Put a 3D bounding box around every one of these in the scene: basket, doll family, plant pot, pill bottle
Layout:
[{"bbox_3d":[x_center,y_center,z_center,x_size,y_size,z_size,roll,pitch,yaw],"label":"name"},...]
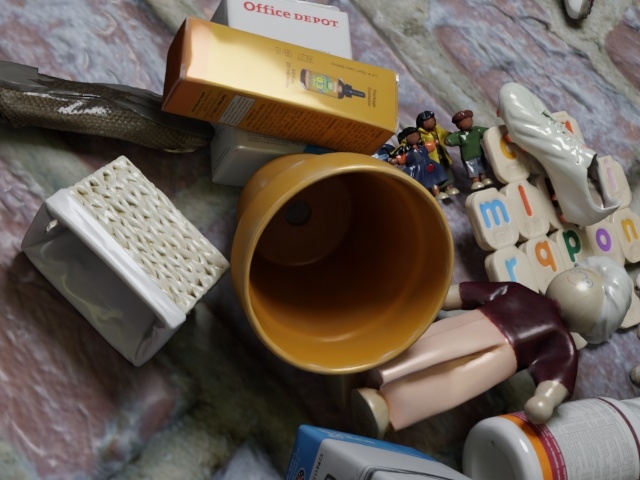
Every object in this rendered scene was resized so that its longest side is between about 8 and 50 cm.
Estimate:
[{"bbox_3d":[-0.183,0.016,1.058,0.167,0.113,0.103,45,53,0],"label":"basket"},{"bbox_3d":[0.112,-0.098,1.284,0.193,0.076,0.111,-19,95,-37],"label":"doll family"},{"bbox_3d":[0.000,0.000,1.092,0.205,0.188,0.205,-6,111,-17],"label":"plant pot"},{"bbox_3d":[0.270,0.230,1.172,0.221,0.121,0.121,-5,68,-29],"label":"pill bottle"}]

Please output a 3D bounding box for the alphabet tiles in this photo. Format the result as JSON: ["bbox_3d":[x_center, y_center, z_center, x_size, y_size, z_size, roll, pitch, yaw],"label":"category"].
[{"bbox_3d":[0.290,-0.014,1.336,0.284,0.021,0.277,-16,85,-39],"label":"alphabet tiles"}]

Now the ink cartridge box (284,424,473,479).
[{"bbox_3d":[0.054,0.291,0.883,0.129,0.307,0.223,17,86,-18],"label":"ink cartridge box"}]

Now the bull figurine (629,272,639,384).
[{"bbox_3d":[0.471,0.098,1.298,0.310,0.188,0.101,6,63,-24],"label":"bull figurine"}]

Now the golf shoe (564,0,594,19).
[{"bbox_3d":[0.342,-0.388,1.562,0.086,0.067,0.186,-1,65,4],"label":"golf shoe"}]

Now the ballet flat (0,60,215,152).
[{"bbox_3d":[-0.230,-0.127,1.146,0.250,0.058,0.084,10,26,-28],"label":"ballet flat"}]

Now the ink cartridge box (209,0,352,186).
[{"bbox_3d":[-0.043,-0.162,1.232,0.148,0.086,0.203,7,63,-23],"label":"ink cartridge box"}]

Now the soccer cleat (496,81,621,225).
[{"bbox_3d":[0.279,-0.106,1.294,0.068,0.076,0.196,-40,100,-38],"label":"soccer cleat"}]

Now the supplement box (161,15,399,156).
[{"bbox_3d":[-0.038,-0.152,1.133,0.234,0.080,0.078,11,64,-18],"label":"supplement box"}]

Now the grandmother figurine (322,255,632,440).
[{"bbox_3d":[0.182,0.105,1.151,0.342,0.104,0.207,-22,56,-20],"label":"grandmother figurine"}]
